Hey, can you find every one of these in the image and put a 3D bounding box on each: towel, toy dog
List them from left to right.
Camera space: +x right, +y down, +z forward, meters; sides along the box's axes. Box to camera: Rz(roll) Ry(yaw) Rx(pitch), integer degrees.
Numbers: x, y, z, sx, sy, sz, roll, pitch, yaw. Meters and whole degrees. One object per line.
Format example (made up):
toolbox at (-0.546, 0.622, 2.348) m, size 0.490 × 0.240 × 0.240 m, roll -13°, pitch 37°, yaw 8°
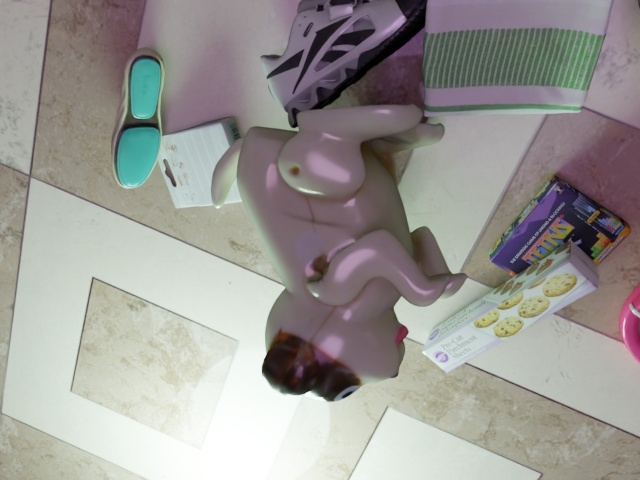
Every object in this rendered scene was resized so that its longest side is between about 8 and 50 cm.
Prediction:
toy dog at (0.011, 0.030, 0.856) m, size 0.396 × 0.284 × 0.407 m, roll -1°, pitch 93°, yaw 11°
towel at (0.258, -0.305, 0.748) m, size 0.248 × 0.038 × 0.324 m, roll -2°, pitch 133°, yaw 1°

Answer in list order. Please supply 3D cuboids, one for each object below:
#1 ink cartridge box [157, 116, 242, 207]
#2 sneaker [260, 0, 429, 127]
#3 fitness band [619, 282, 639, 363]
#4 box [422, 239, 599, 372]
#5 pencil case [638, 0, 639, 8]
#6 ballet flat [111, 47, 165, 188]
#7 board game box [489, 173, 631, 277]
ink cartridge box at (-0.209, -0.134, 1.056) m, size 0.179 × 0.045 × 0.145 m, roll -2°, pitch 115°, yaw 34°
sneaker at (0.040, -0.314, 0.856) m, size 0.331 × 0.122 × 0.146 m, roll -32°, pitch 94°, yaw 27°
fitness band at (0.630, 0.111, 0.944) m, size 0.209 × 0.054 × 0.291 m, roll 37°, pitch 118°, yaw -4°
box at (0.306, 0.119, 0.981) m, size 0.067 × 0.063 × 0.324 m, roll 42°, pitch 129°, yaw -7°
pencil case at (0.498, -0.250, 0.778) m, size 0.124 × 0.124 × 0.284 m, roll -12°, pitch 108°, yaw 18°
ballet flat at (-0.318, -0.213, 1.021) m, size 0.086 × 0.086 × 0.248 m, roll 21°, pitch 115°, yaw 4°
board game box at (0.384, 0.001, 0.957) m, size 0.141 × 0.048 × 0.170 m, roll 32°, pitch 117°, yaw -3°
